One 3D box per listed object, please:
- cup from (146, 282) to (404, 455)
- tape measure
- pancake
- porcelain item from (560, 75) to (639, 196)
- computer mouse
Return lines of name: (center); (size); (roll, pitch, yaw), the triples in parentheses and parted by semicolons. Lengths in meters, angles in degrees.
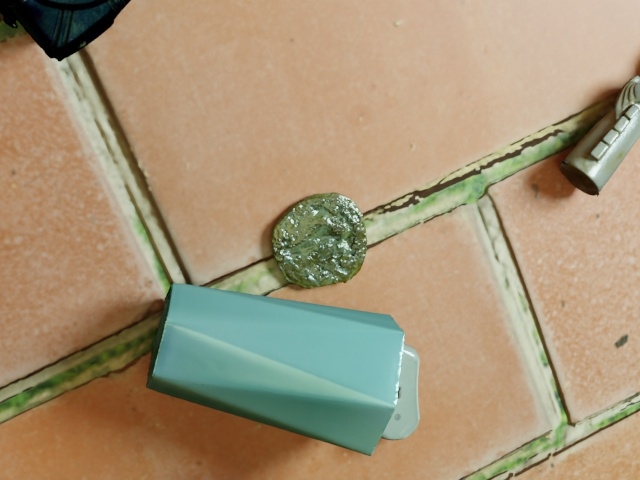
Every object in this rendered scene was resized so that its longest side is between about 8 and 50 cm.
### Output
cup: (-0.047, 0.118, 1.081); (0.236, 0.134, 0.148); (14, 125, -13)
tape measure: (-0.221, -0.280, 0.952); (0.199, 0.112, 0.186); (-40, 135, -6)
pancake: (-0.001, 0.000, 1.131); (0.108, 0.017, 0.108); (-2, 99, -12)
porcelain item: (0.344, -0.145, 1.168); (0.054, 0.084, 0.213); (40, 88, 9)
computer mouse: (0.079, 0.159, 1.177); (0.056, 0.032, 0.110); (3, 91, -18)
